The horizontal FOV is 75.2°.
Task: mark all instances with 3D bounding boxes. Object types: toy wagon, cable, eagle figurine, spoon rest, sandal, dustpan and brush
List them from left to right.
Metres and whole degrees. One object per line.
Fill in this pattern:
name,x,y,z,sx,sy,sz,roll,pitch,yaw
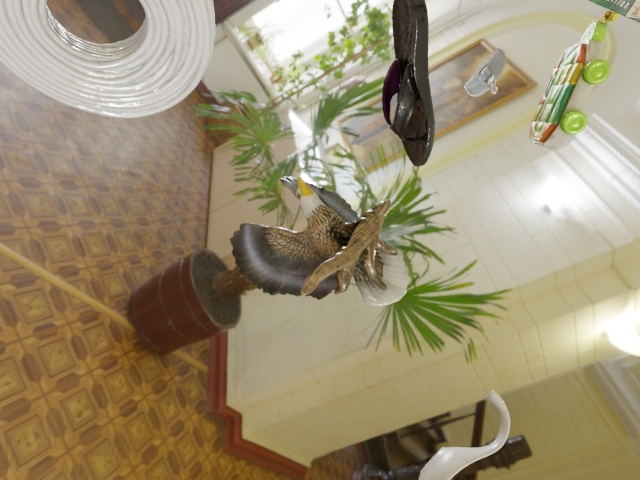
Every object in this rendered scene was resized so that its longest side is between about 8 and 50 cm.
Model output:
cable,-0.251,-0.260,0.469,0.257,0.257,0.089,110,-32,-52
eagle figurine,-0.002,-0.011,0.719,0.298,0.226,0.225,5,-86,60
sandal,0.221,-0.416,1.131,0.167,0.107,0.446,-127,-157,-61
spoon rest,0.310,0.450,0.883,0.084,0.276,0.137,41,-18,27
dustpan and brush,0.538,-0.509,1.326,0.060,0.147,0.211,47,22,11
toy wagon,0.659,-0.416,1.092,0.267,0.068,0.345,-59,164,-69

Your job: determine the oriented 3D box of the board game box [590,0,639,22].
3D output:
board game box,0.289,-0.350,0.511,0.030,0.259,0.136,121,-23,-53
